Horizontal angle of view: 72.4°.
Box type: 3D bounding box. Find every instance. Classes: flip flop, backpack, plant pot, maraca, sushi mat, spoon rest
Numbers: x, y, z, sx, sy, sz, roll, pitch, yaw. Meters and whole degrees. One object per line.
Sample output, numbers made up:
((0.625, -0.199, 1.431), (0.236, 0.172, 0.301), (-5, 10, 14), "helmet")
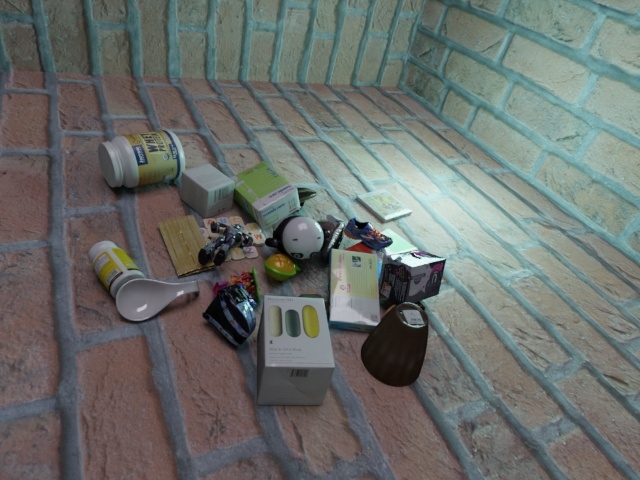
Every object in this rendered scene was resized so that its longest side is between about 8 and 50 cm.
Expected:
((-0.135, -0.165, 2.065), (0.112, 0.080, 0.277), (28, 54, 35), "flip flop")
((-0.276, 0.248, 1.429), (0.173, 0.158, 0.116), (48, 31, 15), "backpack")
((0.267, 0.324, 1.446), (0.215, 0.231, 0.215), (10, 38, -8), "plant pot")
((-0.148, 0.101, 1.706), (0.127, 0.099, 0.185), (31, 16, 16), "maraca")
((-0.529, 0.013, 1.725), (0.151, 0.019, 0.317), (-15, 49, -25), "sushi mat")
((-0.535, 0.180, 1.464), (0.276, 0.084, 0.138), (-13, 84, -34), "spoon rest")

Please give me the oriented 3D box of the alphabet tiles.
((-0.378, -0.015, 1.833), (0.283, 0.021, 0.278), (-7, 42, -25), "alphabet tiles")

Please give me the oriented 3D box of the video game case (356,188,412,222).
((0.333, -0.186, 2.284), (0.206, 0.026, 0.227), (-17, 48, -35), "video game case")

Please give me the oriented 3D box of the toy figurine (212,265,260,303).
((-0.300, 0.165, 1.537), (0.159, 0.173, 0.130), (-11, 60, -10), "toy figurine")

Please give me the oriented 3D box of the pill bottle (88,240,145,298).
((-0.702, 0.098, 1.500), (0.119, 0.119, 0.208), (-24, 52, -39), "pill bottle")

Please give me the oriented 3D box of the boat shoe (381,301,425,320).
((0.317, 0.273, 1.655), (0.206, 0.073, 0.073), (-21, 44, -38), "boat shoe")

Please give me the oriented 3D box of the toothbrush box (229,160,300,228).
((-0.259, -0.212, 1.985), (0.206, 0.122, 0.283), (-33, 51, -21), "toothbrush box")

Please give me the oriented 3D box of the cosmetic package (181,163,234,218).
((-0.502, -0.221, 1.944), (0.183, 0.152, 0.151), (36, 42, 25), "cosmetic package")

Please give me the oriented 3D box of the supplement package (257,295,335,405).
((-0.087, 0.334, 1.340), (0.199, 0.198, 0.263), (5, 38, -12), "supplement package")

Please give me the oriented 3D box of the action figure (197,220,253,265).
((-0.365, -0.001, 1.716), (0.185, 0.099, 0.285), (15, 30, 6), "action figure")

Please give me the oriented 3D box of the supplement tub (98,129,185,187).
((-0.799, -0.364, 1.964), (0.316, 0.229, 0.228), (-21, 50, -38), "supplement tub")

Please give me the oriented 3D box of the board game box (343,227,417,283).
((0.278, 0.080, 1.895), (0.316, 0.064, 0.242), (-25, 52, -40), "board game box")

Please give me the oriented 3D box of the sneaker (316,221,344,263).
((0.000, 0.000, 1.894), (0.162, 0.107, 0.281), (12, 30, 11), "sneaker")

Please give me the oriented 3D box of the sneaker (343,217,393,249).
((0.209, -0.031, 1.887), (0.221, 0.087, 0.083), (19, 38, 6), "sneaker")

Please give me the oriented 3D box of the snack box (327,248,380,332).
((0.124, 0.183, 1.658), (0.186, 0.060, 0.322), (8, 51, -7), "snack box")

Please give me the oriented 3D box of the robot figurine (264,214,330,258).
((-0.093, -0.012, 1.750), (0.173, 0.209, 0.278), (43, -11, -18), "robot figurine")

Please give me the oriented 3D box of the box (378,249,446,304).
((0.358, 0.137, 1.704), (0.142, 0.164, 0.247), (22, 20, 41), "box")

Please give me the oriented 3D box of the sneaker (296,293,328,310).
((-0.074, 0.236, 1.592), (0.191, 0.064, 0.086), (-9, 25, -17), "sneaker")

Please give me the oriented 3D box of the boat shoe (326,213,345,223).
((0.075, -0.096, 2.083), (0.100, 0.035, 0.035), (23, 11, 16), "boat shoe")
